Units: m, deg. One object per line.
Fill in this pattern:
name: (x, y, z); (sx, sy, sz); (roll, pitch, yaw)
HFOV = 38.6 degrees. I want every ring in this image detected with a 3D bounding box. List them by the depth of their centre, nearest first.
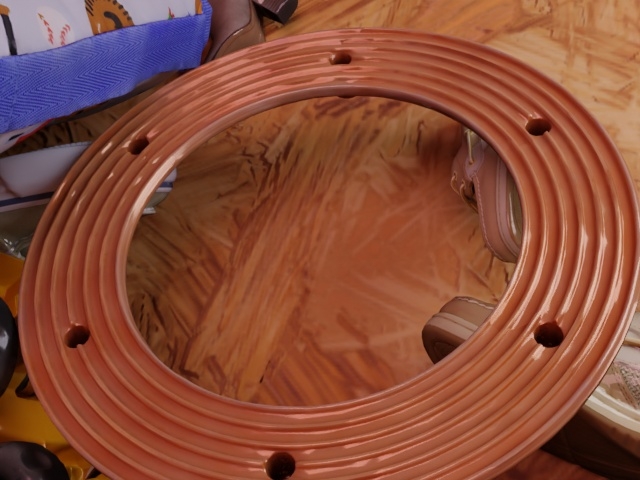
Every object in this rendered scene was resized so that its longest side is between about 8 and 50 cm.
ring: (0.000, 0.000, 0.503); (0.336, 0.032, 0.336); (-7, 49, 8)

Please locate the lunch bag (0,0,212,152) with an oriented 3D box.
lunch bag: (-0.294, -0.142, 0.557); (0.385, 0.328, 0.239); (10, 111, 13)

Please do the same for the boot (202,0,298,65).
boot: (-0.076, -0.174, 0.716); (0.087, 0.042, 0.118); (35, 74, 30)

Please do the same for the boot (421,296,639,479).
boot: (0.212, 0.039, 0.529); (0.262, 0.095, 0.203); (20, 65, 25)

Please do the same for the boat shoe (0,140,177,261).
boat shoe: (-0.238, 0.007, 0.634); (0.302, 0.109, 0.094); (-16, 87, 6)

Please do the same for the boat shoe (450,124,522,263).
boat shoe: (0.115, -0.043, 0.590); (0.059, 0.063, 0.170); (-27, 31, 32)

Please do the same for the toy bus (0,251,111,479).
toy bus: (-0.215, 0.146, 0.535); (0.211, 0.149, 0.220); (-34, 65, 8)
